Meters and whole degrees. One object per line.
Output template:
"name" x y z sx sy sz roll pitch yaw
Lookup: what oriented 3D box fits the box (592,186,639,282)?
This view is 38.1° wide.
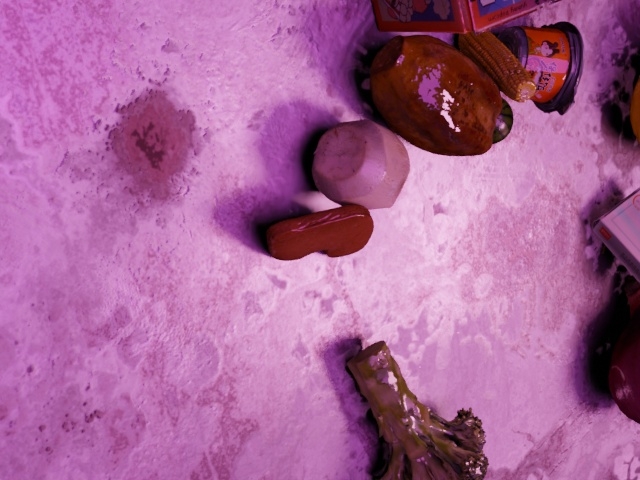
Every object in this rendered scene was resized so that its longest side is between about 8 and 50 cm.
"box" 0.738 0.022 2.037 0.135 0.079 0.269 -36 75 -11

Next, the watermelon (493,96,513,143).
"watermelon" 0.323 -0.235 1.787 0.109 0.109 0.109 -9 106 -32

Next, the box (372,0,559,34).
"box" 0.256 -0.560 1.570 0.319 0.257 0.348 -25 114 -28

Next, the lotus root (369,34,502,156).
"lotus root" 0.195 -0.257 1.651 0.291 0.193 0.193 27 86 -46

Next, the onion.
"onion" 0.804 0.239 2.127 0.348 0.348 0.385 -20 76 -29

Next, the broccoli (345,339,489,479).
"broccoli" 0.191 0.349 1.802 0.252 0.221 0.361 -9 110 5

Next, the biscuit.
"biscuit" 0.000 0.001 1.619 0.192 0.186 0.036 -14 69 -10

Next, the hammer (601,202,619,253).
"hammer" 0.665 -0.028 2.120 0.029 0.014 0.123 18 94 -26

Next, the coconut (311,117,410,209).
"coconut" 0.072 -0.127 1.616 0.162 0.161 0.161 30 84 -54

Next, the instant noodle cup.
"instant noodle cup" 0.405 -0.343 1.785 0.126 0.208 0.177 6 130 -21

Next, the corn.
"corn" 0.324 -0.330 1.714 0.067 0.206 0.067 -22 143 -18

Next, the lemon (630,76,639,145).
"lemon" 0.839 -0.289 1.985 0.348 0.348 0.348 -9 106 -32
